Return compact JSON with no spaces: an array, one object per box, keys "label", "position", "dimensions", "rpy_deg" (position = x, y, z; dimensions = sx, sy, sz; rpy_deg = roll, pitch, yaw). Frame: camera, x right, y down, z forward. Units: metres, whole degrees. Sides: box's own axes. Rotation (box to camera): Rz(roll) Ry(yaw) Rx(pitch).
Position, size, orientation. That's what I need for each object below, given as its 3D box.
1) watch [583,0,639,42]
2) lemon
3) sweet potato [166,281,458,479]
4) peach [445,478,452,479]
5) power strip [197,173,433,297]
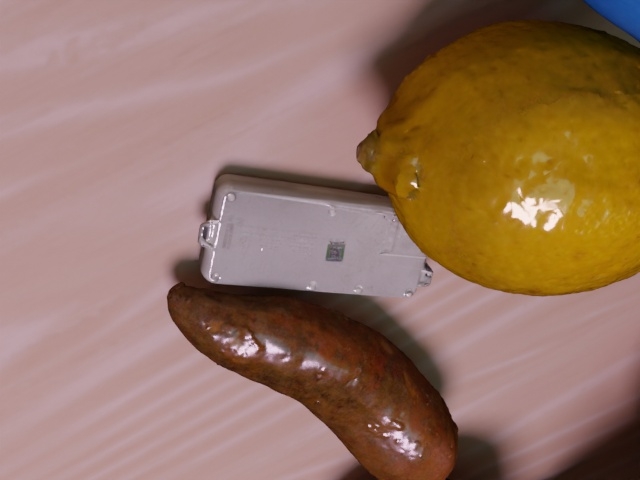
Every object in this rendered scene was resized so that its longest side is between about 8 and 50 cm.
[{"label":"watch","position":[0.244,-0.253,0.461],"dimensions":[0.241,0.274,0.305],"rpy_deg":[25,112,-25]},{"label":"lemon","position":[0.147,-0.055,0.582],"dimensions":[0.257,0.188,0.188],"rpy_deg":[5,114,-14]},{"label":"sweet potato","position":[0.009,0.105,0.682],"dimensions":[0.292,0.097,0.097],"rpy_deg":[40,100,-22]},{"label":"peach","position":[0.087,0.302,0.744],"dimensions":[0.190,0.190,0.192],"rpy_deg":[16,126,-22]},{"label":"power strip","position":[0.000,0.000,0.655],"dimensions":[0.192,0.035,0.081],"rpy_deg":[6,113,-19]}]
